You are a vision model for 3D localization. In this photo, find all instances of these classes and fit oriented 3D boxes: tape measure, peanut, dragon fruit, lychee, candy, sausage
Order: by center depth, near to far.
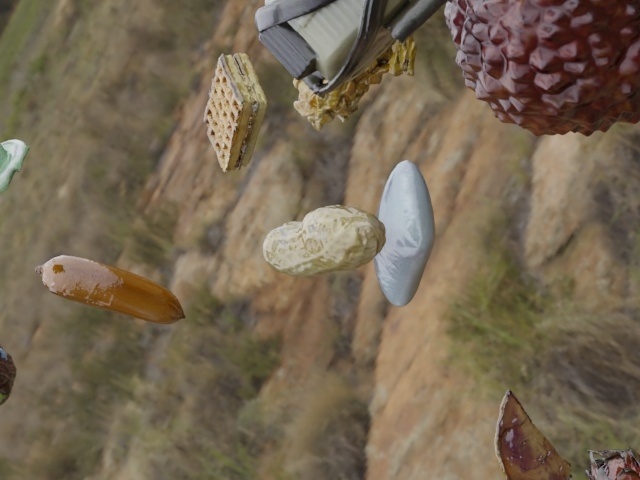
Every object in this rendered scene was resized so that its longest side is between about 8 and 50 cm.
[{"bbox_3d":[0.040,-0.238,1.171,0.271,0.133,0.231,-42,-1,20],"label":"tape measure"},{"bbox_3d":[0.000,0.000,1.395,0.174,0.080,0.080,-14,43,41],"label":"peanut"},{"bbox_3d":[-0.243,0.057,1.401,0.062,0.183,0.054,-81,11,-53],"label":"sausage"},{"bbox_3d":[0.105,-0.007,1.560,0.174,0.071,0.138,102,164,-62],"label":"candy"},{"bbox_3d":[0.370,-0.364,1.821,0.424,0.499,0.425,3,-90,-79],"label":"lychee"},{"bbox_3d":[0.482,0.400,1.918,0.130,0.142,0.121,-6,5,34],"label":"dragon fruit"}]

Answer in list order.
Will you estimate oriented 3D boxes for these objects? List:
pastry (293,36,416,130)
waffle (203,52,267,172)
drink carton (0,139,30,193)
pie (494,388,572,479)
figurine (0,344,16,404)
[{"bbox_3d":[0.053,-0.282,1.816,0.250,0.102,0.154,-47,49,39],"label":"pastry"},{"bbox_3d":[-0.119,-0.175,1.656,0.148,0.042,0.102,112,141,-51],"label":"waffle"},{"bbox_3d":[-0.408,-0.111,1.257,0.146,0.142,0.144,-24,26,13],"label":"drink carton"},{"bbox_3d":[0.269,0.278,1.548,0.034,0.170,0.092,-2,49,53],"label":"pie"},{"bbox_3d":[-0.520,0.161,1.628,0.115,0.240,0.175,-1,67,41],"label":"figurine"}]
